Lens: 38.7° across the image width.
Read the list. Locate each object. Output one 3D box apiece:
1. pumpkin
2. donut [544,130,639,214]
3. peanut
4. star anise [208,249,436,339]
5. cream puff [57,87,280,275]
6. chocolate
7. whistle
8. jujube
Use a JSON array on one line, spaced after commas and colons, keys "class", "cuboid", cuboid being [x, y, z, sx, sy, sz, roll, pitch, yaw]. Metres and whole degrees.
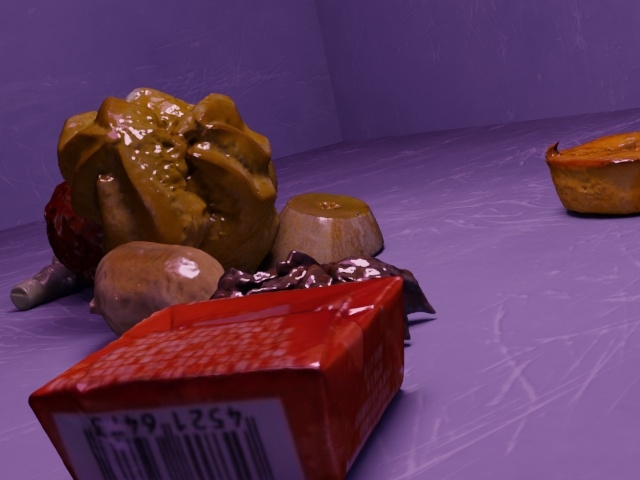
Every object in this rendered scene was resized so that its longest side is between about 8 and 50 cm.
[{"class": "pumpkin", "cuboid": [-0.007, -0.016, 1.428, 0.218, 0.110, 0.217, -6, 8, 1]}, {"class": "donut", "cuboid": [0.463, -0.111, 1.359, 0.254, 0.118, 0.253, -12, 7, 2]}, {"class": "peanut", "cuboid": [-0.194, 0.065, 1.106, 0.224, 0.129, 0.129, -2, 14, 40]}, {"class": "star anise", "cuboid": [-0.009, 0.062, 0.976, 0.236, 0.108, 0.223, -14, 14, -24]}, {"class": "cream puff", "cuboid": [-0.195, -0.077, 1.291, 0.274, 0.323, 0.270, -29, 2, 1]}, {"class": "chocolate", "cuboid": [-0.061, 0.113, 0.728, 0.238, 0.107, 0.235, -10, 10, 19]}, {"class": "whistle", "cuboid": [-0.446, 0.059, 1.625, 0.126, 0.067, 0.258, 7, 21, 24]}, {"class": "jujube", "cuboid": [-0.352, -0.024, 1.526, 0.213, 0.212, 0.232, -16, 16, -25]}]
